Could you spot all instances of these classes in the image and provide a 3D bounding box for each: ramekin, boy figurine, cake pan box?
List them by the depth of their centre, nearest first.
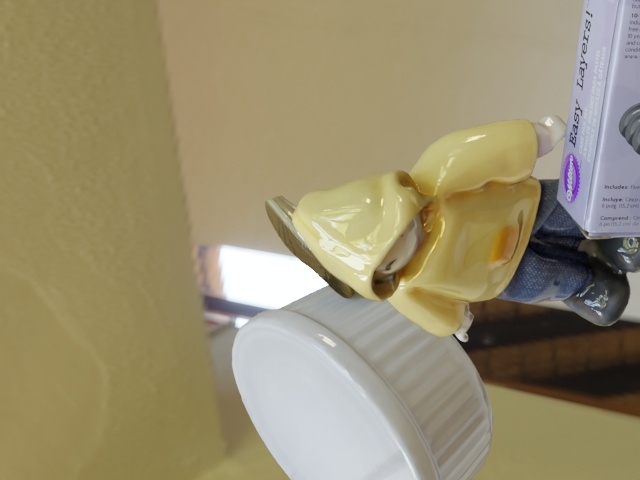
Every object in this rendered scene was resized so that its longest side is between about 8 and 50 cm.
[{"bbox_3d":[0.299,-0.126,1.008,0.267,0.070,0.246,-2,-64,-11],"label":"cake pan box"},{"bbox_3d":[0.108,-0.009,1.059,0.285,0.092,0.177,7,-61,-44],"label":"boy figurine"},{"bbox_3d":[0.049,0.160,1.520,0.127,0.273,0.273,-35,-58,-28],"label":"ramekin"}]

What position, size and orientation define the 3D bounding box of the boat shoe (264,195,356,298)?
[{"bbox_3d":[0.000,0.000,1.485,0.045,0.135,0.050,-36,-29,-17],"label":"boat shoe"}]
